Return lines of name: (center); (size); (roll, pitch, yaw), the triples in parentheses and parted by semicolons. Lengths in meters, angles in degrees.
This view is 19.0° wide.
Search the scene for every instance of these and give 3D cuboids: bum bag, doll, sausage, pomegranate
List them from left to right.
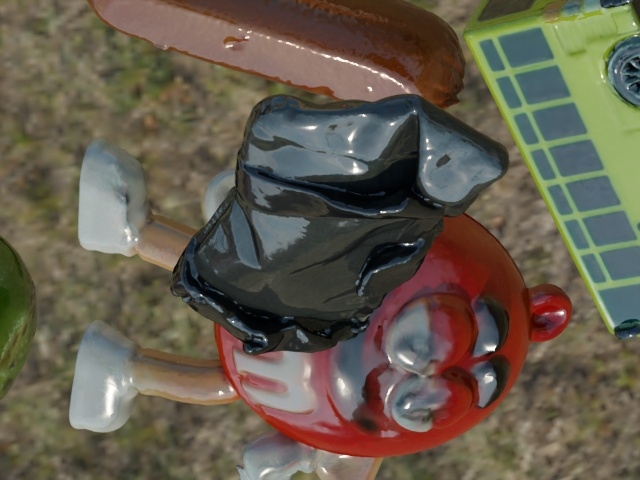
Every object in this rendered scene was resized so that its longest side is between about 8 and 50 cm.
pomegranate: (-0.252, 0.048, 1.267); (0.169, 0.122, 0.143); (52, 131, 52)
sausage: (-0.040, -0.191, 1.648); (0.348, 0.097, 0.094); (16, 153, 2)
doll: (-0.002, 0.042, 0.833); (0.217, 0.085, 0.183); (8, 123, 2)
bum bag: (0.000, 0.000, 0.690); (0.197, 0.087, 0.049); (125, 158, -62)

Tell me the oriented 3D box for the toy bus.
toy bus: (0.208, -0.065, 1.211); (0.150, 0.128, 0.262); (-10, 121, 35)
